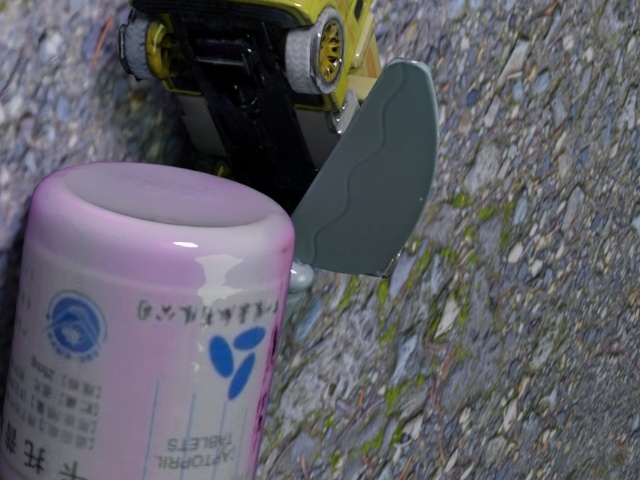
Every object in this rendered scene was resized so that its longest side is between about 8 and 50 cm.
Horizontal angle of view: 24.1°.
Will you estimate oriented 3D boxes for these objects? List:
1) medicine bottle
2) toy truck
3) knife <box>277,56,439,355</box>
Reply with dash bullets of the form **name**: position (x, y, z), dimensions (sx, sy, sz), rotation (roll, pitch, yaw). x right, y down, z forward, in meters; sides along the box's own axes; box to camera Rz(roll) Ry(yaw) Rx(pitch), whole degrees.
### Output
- **medicine bottle**: position (-0.105, 0.093, 0.852), dimensions (0.152, 0.152, 0.254), rotation (-14, 118, -57)
- **toy truck**: position (-0.011, -0.100, 0.926), dimensions (0.272, 0.124, 0.157), rotation (69, 34, -53)
- **knife**: position (0.002, 0.001, 0.891), dimensions (0.331, 0.080, 0.044), rotation (-47, -162, 50)
